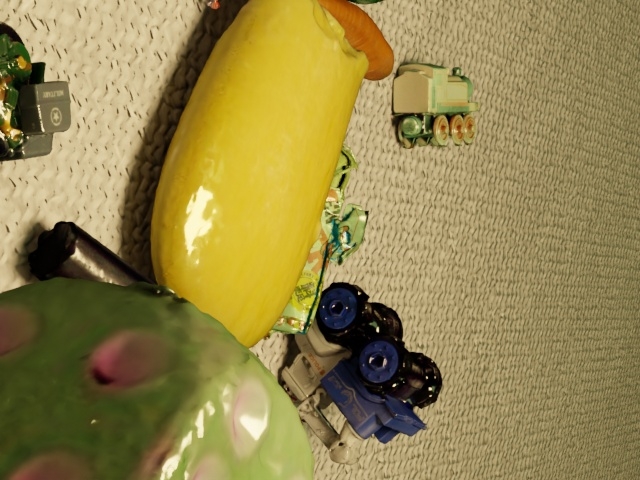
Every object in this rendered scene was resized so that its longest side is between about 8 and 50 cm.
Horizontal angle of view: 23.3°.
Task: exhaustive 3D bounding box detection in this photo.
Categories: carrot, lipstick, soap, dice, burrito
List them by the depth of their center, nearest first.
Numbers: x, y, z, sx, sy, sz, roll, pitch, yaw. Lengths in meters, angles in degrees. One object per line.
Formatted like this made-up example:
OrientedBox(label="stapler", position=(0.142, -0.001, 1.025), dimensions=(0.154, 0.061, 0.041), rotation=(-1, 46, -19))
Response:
OrientedBox(label="dice", position=(-0.207, 0.248, 1.399), dimensions=(0.322, 0.330, 0.318), rotation=(-61, 148, -37))
OrientedBox(label="lipstick", position=(-0.151, 0.114, 1.651), dimensions=(0.418, 0.077, 0.077), rotation=(44, 58, -42))
OrientedBox(label="soap", position=(-0.076, -0.078, 1.794), dimensions=(0.306, 0.115, 0.427), rotation=(58, 47, -57))
OrientedBox(label="burrito", position=(0.000, 0.000, 1.979), dimensions=(0.054, 0.104, 0.288), rotation=(117, -11, -71))
OrientedBox(label="carrot", position=(0.028, -0.280, 2.010), dimensions=(0.271, 0.066, 0.062), rotation=(41, 18, -56))

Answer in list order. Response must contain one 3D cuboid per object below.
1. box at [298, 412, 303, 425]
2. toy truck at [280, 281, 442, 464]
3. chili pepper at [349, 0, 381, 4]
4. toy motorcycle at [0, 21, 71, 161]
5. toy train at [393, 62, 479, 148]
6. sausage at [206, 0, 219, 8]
OrientedBox(label="box", position=(-0.136, 0.344, 1.800), dimensions=(0.404, 0.108, 0.263), rotation=(-46, 135, -48))
OrientedBox(label="toy truck", position=(0.042, 0.172, 2.016), dimensions=(0.177, 0.213, 0.161), rotation=(-43, 151, 8))
OrientedBox(label="chili pepper", position=(0.030, -0.395, 1.753), dimensions=(0.256, 0.248, 0.233), rotation=(7, 91, -71))
OrientedBox(label="toy motorcycle", position=(-0.319, -0.097, 1.319), dimensions=(0.274, 0.124, 0.187), rotation=(-17, 103, -61))
OrientedBox(label="toy train", position=(0.174, -0.197, 2.287), dimensions=(0.194, 0.080, 0.125), rotation=(-11, 103, -60))
OrientedBox(label="sausage", position=(-0.116, -0.329, 1.722), dimensions=(0.050, 0.048, 0.145), rotation=(-5, 106, -16))
